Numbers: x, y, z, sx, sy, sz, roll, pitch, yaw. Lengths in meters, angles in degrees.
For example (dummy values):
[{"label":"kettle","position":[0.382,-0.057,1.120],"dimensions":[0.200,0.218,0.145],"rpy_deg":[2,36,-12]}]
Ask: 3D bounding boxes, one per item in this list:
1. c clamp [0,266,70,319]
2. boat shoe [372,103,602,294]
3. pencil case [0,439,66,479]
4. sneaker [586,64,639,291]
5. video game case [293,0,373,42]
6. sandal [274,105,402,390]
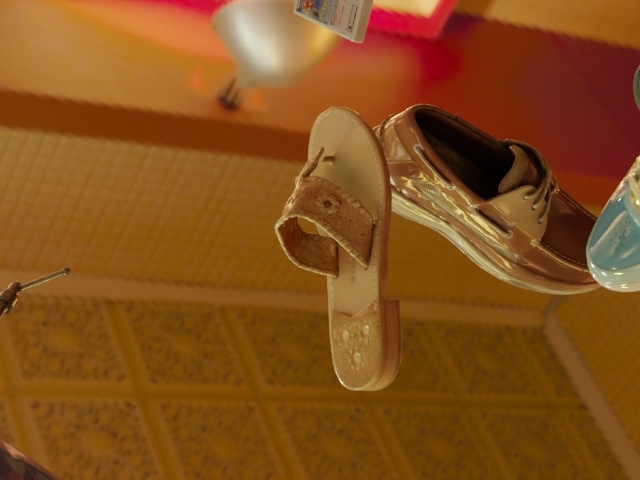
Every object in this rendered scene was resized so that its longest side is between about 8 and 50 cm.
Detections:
[{"label":"c clamp","position":[-0.295,0.081,1.245],"dimensions":[0.022,0.137,0.161],"rpy_deg":[59,-152,-19]},{"label":"boat shoe","position":[0.197,-0.044,1.606],"dimensions":[0.324,0.116,0.123],"rpy_deg":[24,-127,-16]},{"label":"pencil case","position":[-0.155,0.194,0.783],"dimensions":[0.306,0.119,0.133],"rpy_deg":[53,-140,-50]},{"label":"sneaker","position":[0.325,-0.088,1.397],"dimensions":[0.208,0.319,0.127],"rpy_deg":[15,-147,-45]},{"label":"video game case","position":[0.015,-0.225,1.285],"dimensions":[0.011,0.087,0.122],"rpy_deg":[5,-163,-29]},{"label":"sandal","position":[0.004,-0.002,1.165],"dimensions":[0.079,0.088,0.240],"rpy_deg":[8,-114,-41]}]
